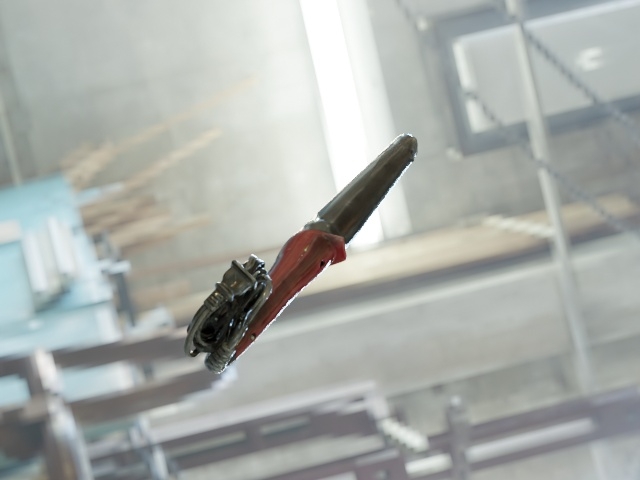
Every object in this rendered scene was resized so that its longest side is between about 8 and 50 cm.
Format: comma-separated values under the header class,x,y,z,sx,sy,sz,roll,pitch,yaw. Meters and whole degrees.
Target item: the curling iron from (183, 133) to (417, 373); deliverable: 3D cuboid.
class,x,y,z,sx,sy,sz,roll,pitch,yaw
curling iron,0.000,0.000,1.190,0.035,0.274,0.068,37,-52,9
